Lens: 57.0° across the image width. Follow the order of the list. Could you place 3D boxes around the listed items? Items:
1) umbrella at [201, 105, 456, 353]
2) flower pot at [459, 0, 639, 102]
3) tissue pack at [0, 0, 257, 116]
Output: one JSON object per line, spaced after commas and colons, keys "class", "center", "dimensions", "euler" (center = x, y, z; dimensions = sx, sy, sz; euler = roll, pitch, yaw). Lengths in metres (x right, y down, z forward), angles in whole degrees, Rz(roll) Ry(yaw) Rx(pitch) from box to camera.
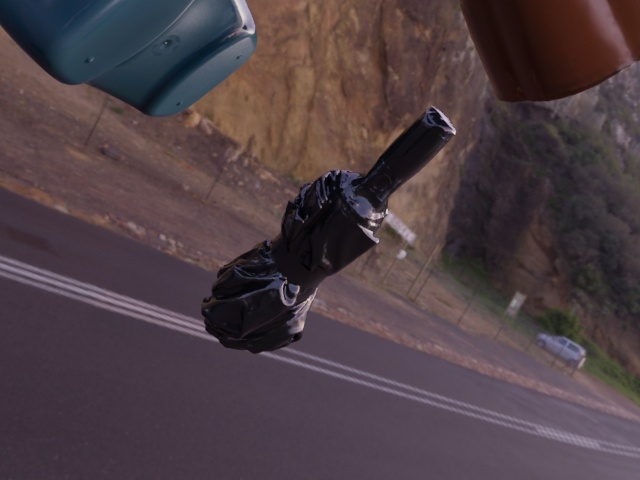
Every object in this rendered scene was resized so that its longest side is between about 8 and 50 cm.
{"class": "umbrella", "center": [0.000, 0.000, 0.582], "dimensions": [0.118, 0.340, 0.118], "euler": [33, 32, -24]}
{"class": "flower pot", "center": [0.199, -0.239, 0.490], "dimensions": [0.173, 0.191, 0.190], "euler": [54, -5, -24]}
{"class": "tissue pack", "center": [-0.199, -0.261, 0.586], "dimensions": [0.206, 0.198, 0.287], "euler": [57, 11, 3]}
